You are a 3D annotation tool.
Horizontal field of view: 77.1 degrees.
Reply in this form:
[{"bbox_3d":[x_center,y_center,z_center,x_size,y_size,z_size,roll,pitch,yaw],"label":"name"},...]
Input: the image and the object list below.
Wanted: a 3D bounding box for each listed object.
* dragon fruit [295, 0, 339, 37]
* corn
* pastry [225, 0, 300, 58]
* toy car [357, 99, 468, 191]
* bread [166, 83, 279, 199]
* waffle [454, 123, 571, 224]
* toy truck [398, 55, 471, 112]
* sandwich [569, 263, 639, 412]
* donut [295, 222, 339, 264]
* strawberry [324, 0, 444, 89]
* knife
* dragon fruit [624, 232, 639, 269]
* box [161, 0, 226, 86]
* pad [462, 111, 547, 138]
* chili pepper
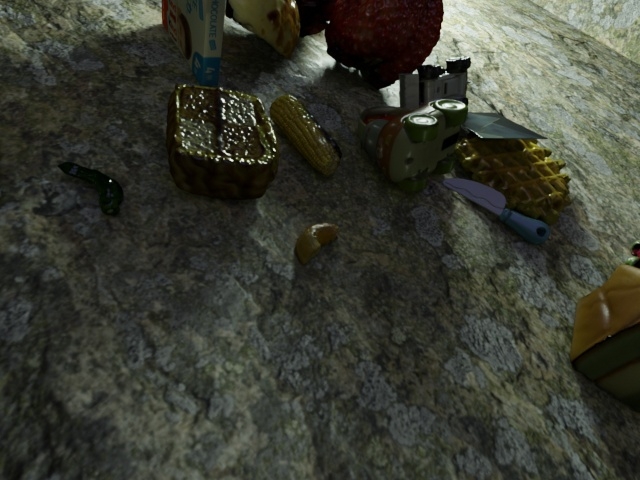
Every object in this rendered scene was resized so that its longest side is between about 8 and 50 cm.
[{"bbox_3d":[-0.030,-0.643,1.046,0.189,0.182,0.182,59,42,-26],"label":"dragon fruit"},{"bbox_3d":[-0.030,-0.213,0.804,0.072,0.072,0.203,-22,63,-33],"label":"corn"},{"bbox_3d":[-0.144,-0.557,0.930,0.236,0.170,0.256,20,21,-27],"label":"pastry"},{"bbox_3d":[0.173,-0.227,0.866,0.235,0.145,0.235,1,38,-1],"label":"toy car"},{"bbox_3d":[-0.172,-0.175,0.699,0.181,0.096,0.222,0,51,-21],"label":"bread"},{"bbox_3d":[0.472,-0.180,0.974,0.307,0.060,0.312,35,49,5],"label":"waffle"},{"bbox_3d":[0.284,-0.384,1.024,0.286,0.136,0.111,-24,30,-32],"label":"toy truck"},{"bbox_3d":[0.548,0.127,0.643,0.155,0.227,0.198,36,50,9],"label":"sandwich"},{"bbox_3d":[0.000,0.000,0.663,0.083,0.038,0.067,-5,52,-22],"label":"donut"},{"bbox_3d":[0.161,-0.548,1.001,0.250,0.288,0.238,6,38,-43],"label":"strawberry"},{"bbox_3d":[0.378,-0.076,0.865,0.244,0.032,0.058,38,87,13],"label":"knife"},{"bbox_3d":[0.742,0.079,0.779,0.218,0.198,0.273,-19,62,-41],"label":"dragon fruit"},{"bbox_3d":[-0.264,-0.508,0.815,0.048,0.273,0.265,-17,60,-31],"label":"box"},{"bbox_3d":[0.423,-0.291,1.003,0.163,0.004,0.243,-2,32,-8],"label":"pad"},{"bbox_3d":[-0.335,-0.087,0.608,0.118,0.035,0.055,42,34,9],"label":"chili pepper"}]
